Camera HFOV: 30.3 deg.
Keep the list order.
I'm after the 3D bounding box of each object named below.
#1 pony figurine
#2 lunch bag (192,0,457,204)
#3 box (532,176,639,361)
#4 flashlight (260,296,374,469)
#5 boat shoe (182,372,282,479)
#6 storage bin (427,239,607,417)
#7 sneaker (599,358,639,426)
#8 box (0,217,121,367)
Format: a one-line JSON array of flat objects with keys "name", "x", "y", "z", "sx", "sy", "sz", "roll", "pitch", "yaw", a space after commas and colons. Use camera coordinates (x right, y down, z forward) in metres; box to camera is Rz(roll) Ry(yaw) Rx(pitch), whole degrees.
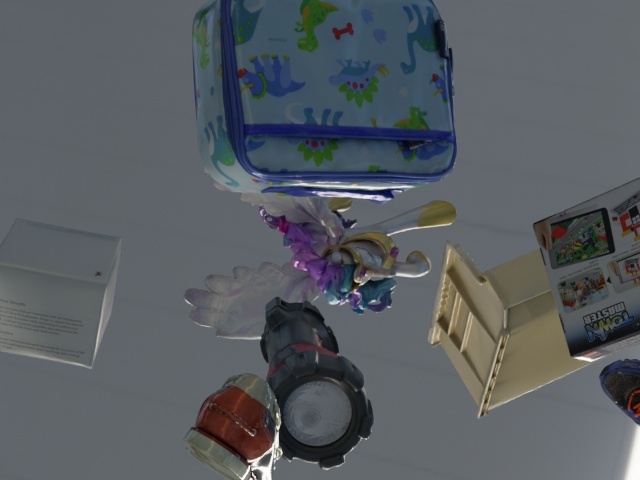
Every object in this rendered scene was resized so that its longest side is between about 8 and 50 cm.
[{"name": "pony figurine", "x": 0.000, "y": 0.000, "z": 1.802, "sx": 0.351, "sy": 0.302, "sz": 0.363, "roll": 9, "pitch": -166, "yaw": 24}, {"name": "lunch bag", "x": 0.008, "y": -0.121, "z": 0.977, "sx": 0.219, "sy": 0.176, "sz": 0.090, "roll": 1, "pitch": 172, "yaw": -29}, {"name": "box", "x": 0.265, "y": 0.003, "z": 0.868, "sx": 0.036, "sy": 0.207, "sz": 0.114, "roll": 15, "pitch": -123, "yaw": -51}, {"name": "flashlight", "x": -0.010, "y": 0.134, "z": 1.175, "sx": 0.103, "sy": 0.103, "sz": 0.304, "roll": 10, "pitch": -174, "yaw": -4}, {"name": "boat shoe", "x": -0.041, "y": 0.099, "z": 0.596, "sx": 0.049, "sy": 0.137, "sz": 0.043, "roll": 29, "pitch": -106, "yaw": 8}, {"name": "storage bin", "x": 0.273, "y": 0.053, "z": 1.327, "sx": 0.262, "sy": 0.260, "sz": 0.123, "roll": -21, "pitch": -119, "yaw": -12}, {"name": "sneaker", "x": 0.469, "y": 0.241, "z": 1.585, "sx": 0.221, "sy": 0.083, "sz": 0.087, "roll": 37, "pitch": -156, "yaw": 4}, {"name": "box", "x": -0.236, "y": 0.045, "z": 1.042, "sx": 0.101, "sy": 0.087, "sz": 0.102, "roll": 11, "pitch": -156, "yaw": -5}]
